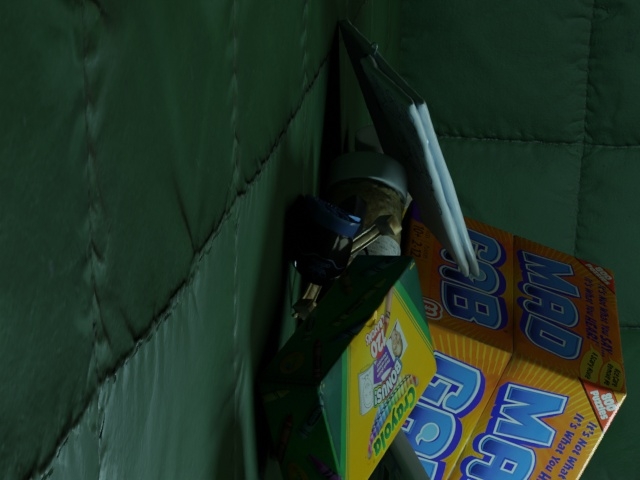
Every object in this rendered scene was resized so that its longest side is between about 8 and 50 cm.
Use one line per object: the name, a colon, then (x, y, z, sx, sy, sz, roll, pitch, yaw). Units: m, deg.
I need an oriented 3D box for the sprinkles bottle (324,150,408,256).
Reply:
sprinkles bottle: (0.053, 0.050, 2.012, 0.121, 0.121, 0.355, 82, 13, -60)

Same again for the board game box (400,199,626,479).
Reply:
board game box: (0.234, 0.216, 2.249, 0.356, 0.356, 0.356, -75, -173, -60)

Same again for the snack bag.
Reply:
snack bag: (0.121, -0.146, 2.115, 0.342, 0.037, 0.323, 58, -8, 53)

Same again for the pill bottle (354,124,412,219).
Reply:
pill bottle: (0.101, -0.085, 2.416, 0.117, 0.118, 0.208, -77, 168, -58)

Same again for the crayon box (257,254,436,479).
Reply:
crayon box: (0.037, 0.154, 1.634, 0.278, 0.081, 0.165, -50, 134, -50)

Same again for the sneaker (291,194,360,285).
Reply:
sneaker: (0.000, 0.000, 1.774, 0.232, 0.081, 0.090, -81, -164, -86)

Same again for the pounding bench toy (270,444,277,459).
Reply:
pounding bench toy: (-0.029, 0.224, 1.663, 0.083, 0.052, 0.065, 63, 30, -77)

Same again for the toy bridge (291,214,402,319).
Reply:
toy bridge: (0.024, 0.035, 1.816, 0.188, 0.063, 0.026, -45, 113, -27)

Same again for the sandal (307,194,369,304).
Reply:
sandal: (0.024, 0.065, 1.901, 0.097, 0.054, 0.254, -13, -118, 59)

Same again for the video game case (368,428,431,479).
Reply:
video game case: (0.090, 0.449, 1.924, 0.329, 0.036, 0.300, -121, -135, -59)
